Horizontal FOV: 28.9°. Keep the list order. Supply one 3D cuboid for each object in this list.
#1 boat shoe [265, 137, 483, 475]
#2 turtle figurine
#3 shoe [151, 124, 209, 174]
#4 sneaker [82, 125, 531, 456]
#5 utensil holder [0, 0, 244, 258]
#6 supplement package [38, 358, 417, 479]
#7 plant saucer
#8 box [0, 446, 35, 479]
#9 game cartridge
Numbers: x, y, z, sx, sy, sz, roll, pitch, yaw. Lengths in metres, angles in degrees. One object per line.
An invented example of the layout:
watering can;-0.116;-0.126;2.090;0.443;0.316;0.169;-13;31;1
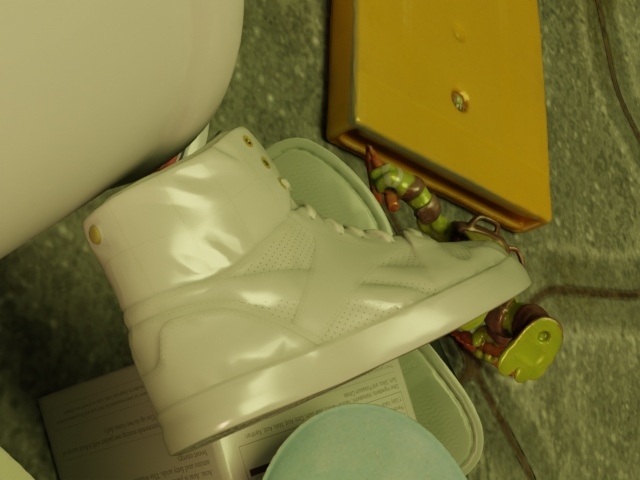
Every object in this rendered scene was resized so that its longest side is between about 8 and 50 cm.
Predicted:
boat shoe;0.029;0.059;1.009;0.091;0.114;0.302;-150;-145;-87
turtle figurine;0.136;0.037;1.052;0.269;0.087;0.217;58;2;-21
shoe;-0.135;-0.126;0.936;0.081;0.063;0.178;18;56;-39
sneaker;0.000;0.000;0.735;0.292;0.108;0.169;-16;77;-45
utensil holder;-0.279;-0.094;0.588;0.385;0.327;0.327;-42;105;-43
supplement package;-0.033;0.208;0.815;0.175;0.177;0.293;-11;82;-46
plant saucer;0.024;0.193;0.719;0.195;0.037;0.195;18;63;-38
box;-0.258;0.196;0.611;0.127;0.148;0.232;49;46;-19
game cartridge;0.120;-0.198;1.239;0.285;0.053;0.323;23;56;-38
